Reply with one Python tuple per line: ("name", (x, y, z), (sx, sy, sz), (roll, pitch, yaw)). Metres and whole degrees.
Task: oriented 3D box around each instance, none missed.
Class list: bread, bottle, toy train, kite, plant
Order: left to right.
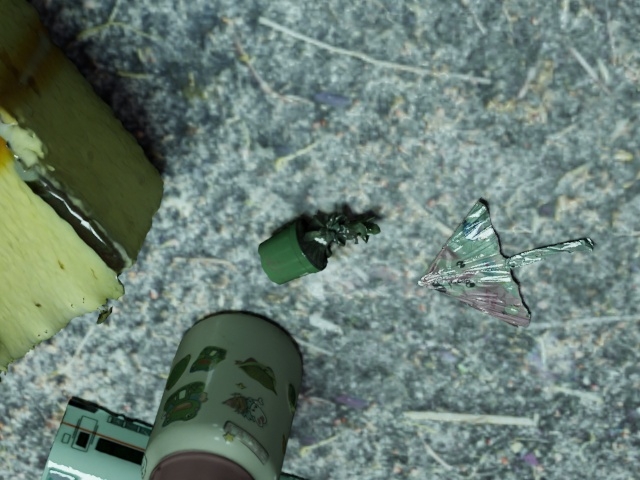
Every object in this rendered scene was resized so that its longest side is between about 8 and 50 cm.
("bread", (-0.319, -0.035, 1.406), (0.346, 0.242, 0.405), (42, 117, -15))
("bottle", (-0.089, 0.179, 1.484), (0.120, 0.253, 0.120), (5, 125, 7))
("toy train", (-0.061, 0.267, 1.642), (0.407, 0.088, 0.086), (19, 125, -5))
("plant", (0.000, 0.000, 1.471), (0.102, 0.051, 0.051), (-25, 117, 19))
("kite", (0.155, 0.021, 1.485), (0.157, 0.011, 0.139), (-15, 123, 20))
